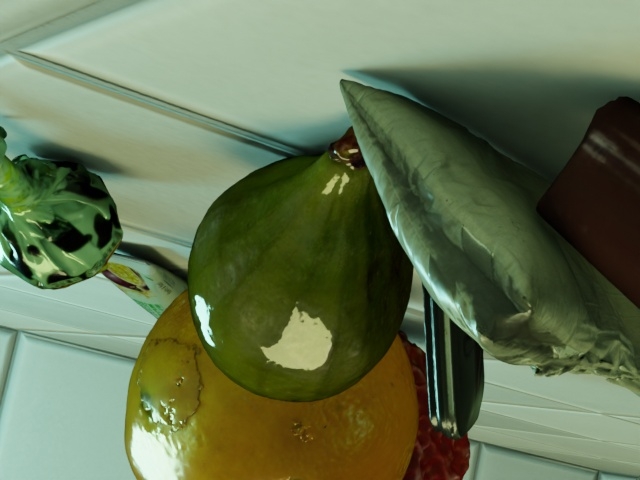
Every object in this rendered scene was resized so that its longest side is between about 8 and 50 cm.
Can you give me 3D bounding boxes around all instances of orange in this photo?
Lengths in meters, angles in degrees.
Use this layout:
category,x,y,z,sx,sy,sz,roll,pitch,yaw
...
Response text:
category,x,y,z,sx,sy,sz,roll,pitch,yaw
orange,-0.041,0.143,1.160,0.246,0.246,0.246,11,171,2

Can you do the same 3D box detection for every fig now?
category,x,y,z,sx,sy,sz,roll,pitch,yaw
fig,-0.014,-0.005,0.742,0.126,0.133,0.185,23,139,32

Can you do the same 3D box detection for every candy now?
category,x,y,z,sx,sy,sz,roll,pitch,yaw
candy,-0.203,-0.050,0.811,0.091,0.083,0.305,26,168,25

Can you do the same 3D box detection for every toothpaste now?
category,x,y,z,sx,sy,sz,roll,pitch,yaw
toothpaste,-0.151,0.053,1.378,0.058,0.056,0.314,-30,159,4

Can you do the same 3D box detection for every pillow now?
category,x,y,z,sx,sy,sz,roll,pitch,yaw
pillow,0.104,0.012,0.625,0.050,0.148,0.229,-38,144,21

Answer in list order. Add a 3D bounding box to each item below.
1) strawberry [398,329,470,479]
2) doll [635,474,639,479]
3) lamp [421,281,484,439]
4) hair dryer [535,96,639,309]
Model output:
category,x,y,z,sx,sy,sz,roll,pitch,yaw
strawberry,-0.001,0.202,1.410,0.291,0.292,0.310,10,167,12
doll,0.432,0.266,1.517,0.251,0.221,0.221,-20,-179,-19
lamp,0.188,0.102,0.828,0.283,0.203,0.124,2,-174,29
hair dryer,0.277,0.044,0.599,0.312,0.123,0.340,44,-148,19
